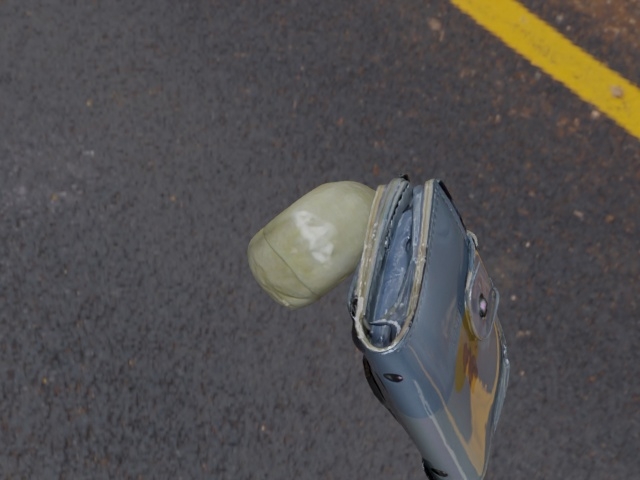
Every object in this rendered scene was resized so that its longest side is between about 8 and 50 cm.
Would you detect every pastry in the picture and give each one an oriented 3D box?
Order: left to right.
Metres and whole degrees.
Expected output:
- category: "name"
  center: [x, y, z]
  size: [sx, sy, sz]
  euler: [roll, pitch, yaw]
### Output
- category: "pastry"
  center: [0.000, 0.000, 1.024]
  size: [0.156, 0.156, 0.092]
  euler: [-37, 92, -31]

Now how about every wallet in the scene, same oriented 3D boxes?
- category: "wallet"
  center: [0.084, 0.073, 0.760]
  size: [0.069, 0.231, 0.170]
  euler: [0, 51, 25]
